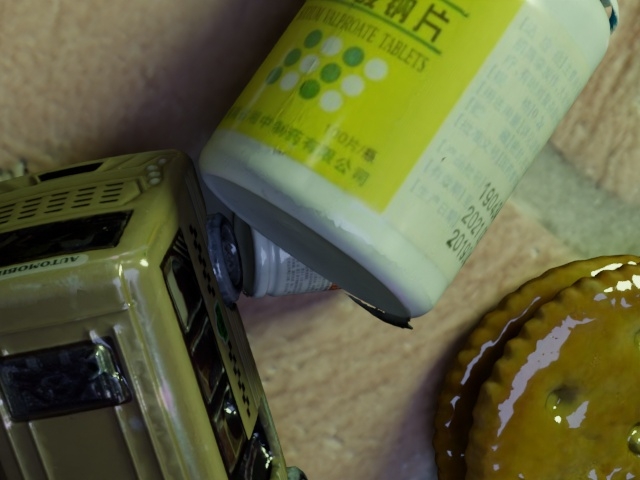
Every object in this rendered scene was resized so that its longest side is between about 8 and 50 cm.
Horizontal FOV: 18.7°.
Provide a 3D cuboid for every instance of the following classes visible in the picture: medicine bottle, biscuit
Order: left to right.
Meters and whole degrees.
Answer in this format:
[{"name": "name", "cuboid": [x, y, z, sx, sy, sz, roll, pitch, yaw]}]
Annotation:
[{"name": "medicine bottle", "cuboid": [0.000, 0.000, 1.068, 0.089, 0.057, 0.057, -7, 112, -16]}, {"name": "medicine bottle", "cuboid": [0.064, -0.099, 0.983, 0.143, 0.143, 0.258, 40, 80, -26]}, {"name": "biscuit", "cuboid": [0.177, 0.110, 1.163, 0.220, 0.066, 0.220, -7, 112, -19]}]

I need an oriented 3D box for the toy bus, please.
[{"name": "toy bus", "cuboid": [-0.095, 0.111, 1.005, 0.139, 0.157, 0.289, -9, 115, 10]}]
